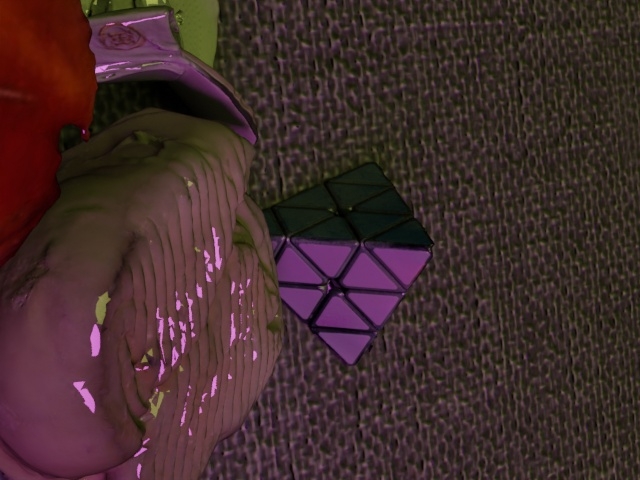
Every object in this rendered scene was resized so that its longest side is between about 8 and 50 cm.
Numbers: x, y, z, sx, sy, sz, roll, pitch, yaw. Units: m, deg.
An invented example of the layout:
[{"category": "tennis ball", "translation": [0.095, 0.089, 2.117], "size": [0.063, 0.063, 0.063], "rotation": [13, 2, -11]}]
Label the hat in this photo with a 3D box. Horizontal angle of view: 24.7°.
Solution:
[{"category": "hat", "translation": [-0.176, -0.188, 1.259], "size": [0.301, 0.168, 0.258], "rotation": [54, 17, -49]}]

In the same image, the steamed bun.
[{"category": "steamed bun", "translation": [-0.181, 0.055, 1.189], "size": [0.309, 0.219, 0.324], "rotation": [78, 28, -44]}]

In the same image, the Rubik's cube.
[{"category": "Rubik's cube", "translation": [0.000, 0.000, 1.393], "size": [0.178, 0.190, 0.211], "rotation": [8, 78, -21]}]

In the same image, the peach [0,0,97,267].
[{"category": "peach", "translation": [-0.328, -0.171, 0.997], "size": [0.353, 0.339, 0.416], "rotation": [24, 65, -28]}]
